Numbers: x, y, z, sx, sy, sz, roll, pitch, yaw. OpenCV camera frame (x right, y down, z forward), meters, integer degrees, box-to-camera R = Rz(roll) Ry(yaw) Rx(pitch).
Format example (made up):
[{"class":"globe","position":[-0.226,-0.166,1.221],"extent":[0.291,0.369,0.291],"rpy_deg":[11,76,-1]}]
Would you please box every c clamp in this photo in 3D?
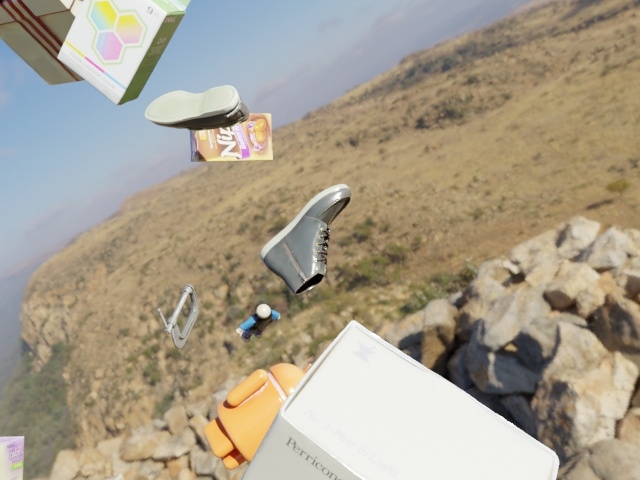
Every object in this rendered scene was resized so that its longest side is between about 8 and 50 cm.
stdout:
[{"class":"c clamp","position":[-0.291,0.153,1.426],"extent":[0.022,0.137,0.161],"rpy_deg":[1,32,12]}]

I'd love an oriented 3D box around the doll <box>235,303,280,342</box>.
[{"class":"doll","position":[-0.172,0.224,1.824],"extent":[0.129,0.046,0.189],"rpy_deg":[-16,-21,-27]}]

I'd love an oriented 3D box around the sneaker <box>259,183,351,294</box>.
[{"class":"sneaker","position":[0.000,0.000,1.302],"extent":[0.222,0.118,0.083],"rpy_deg":[-44,-24,2]}]

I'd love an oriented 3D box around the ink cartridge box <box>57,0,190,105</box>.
[{"class":"ink cartridge box","position":[-0.260,-0.302,0.917],"extent":[0.209,0.109,0.062],"rpy_deg":[-51,1,26]}]

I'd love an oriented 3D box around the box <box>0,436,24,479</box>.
[{"class":"box","position":[-0.710,0.540,1.383],"extent":[0.117,0.243,0.213],"rpy_deg":[-1,-9,-2]}]

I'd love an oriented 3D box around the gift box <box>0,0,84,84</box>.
[{"class":"gift box","position":[-0.495,-0.497,1.348],"extent":[0.276,0.258,0.255],"rpy_deg":[-7,59,23]}]

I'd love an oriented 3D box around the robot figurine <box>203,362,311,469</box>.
[{"class":"robot figurine","position":[-0.092,0.302,1.180],"extent":[0.219,0.158,0.128],"rpy_deg":[-34,1,-9]}]

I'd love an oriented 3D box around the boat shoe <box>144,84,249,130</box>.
[{"class":"boat shoe","position":[-0.248,-0.252,1.346],"extent":[0.227,0.069,0.081],"rpy_deg":[0,62,29]}]

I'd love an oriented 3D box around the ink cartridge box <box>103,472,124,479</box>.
[{"class":"ink cartridge box","position":[-0.453,0.520,1.153],"extent":[0.234,0.088,0.193],"rpy_deg":[-26,6,10]}]

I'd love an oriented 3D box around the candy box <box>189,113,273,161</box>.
[{"class":"candy box","position":[-0.203,-0.234,1.542],"extent":[0.186,0.109,0.053],"rpy_deg":[-6,7,-28]}]

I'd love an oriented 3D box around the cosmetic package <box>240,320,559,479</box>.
[{"class":"cosmetic package","position":[0.006,0.228,0.469],"extent":[0.113,0.160,0.309],"rpy_deg":[-41,-21,-55]}]
